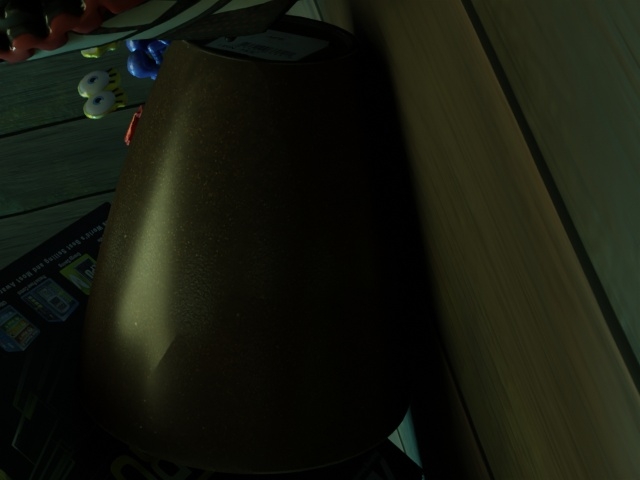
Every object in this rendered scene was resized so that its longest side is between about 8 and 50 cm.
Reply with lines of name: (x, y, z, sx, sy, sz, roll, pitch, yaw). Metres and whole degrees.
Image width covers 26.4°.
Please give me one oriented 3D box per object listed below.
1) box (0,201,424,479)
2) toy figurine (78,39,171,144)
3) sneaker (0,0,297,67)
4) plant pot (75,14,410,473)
box: (-0.145, 0.169, 0.879, 0.318, 0.395, 0.097, 42, 125, 6)
toy figurine: (-0.099, -0.259, 1.268, 0.363, 0.191, 0.217, -100, 31, -48)
sneaker: (-0.092, -0.140, 0.685, 0.135, 0.276, 0.098, 41, -149, -70)
plant pot: (-0.039, -0.014, 0.833, 0.215, 0.215, 0.230, -115, 28, -62)
